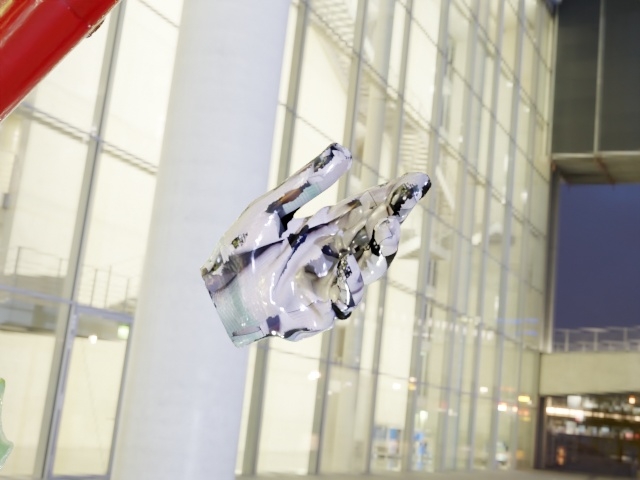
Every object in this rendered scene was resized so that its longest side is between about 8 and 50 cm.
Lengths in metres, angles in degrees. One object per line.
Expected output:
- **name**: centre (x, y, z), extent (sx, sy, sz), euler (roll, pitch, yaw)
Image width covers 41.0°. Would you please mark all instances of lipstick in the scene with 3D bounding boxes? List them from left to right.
- **lipstick**: centre (-0.202, -0.184, 0.658), extent (0.073, 0.279, 0.073), euler (45, 2, -2)

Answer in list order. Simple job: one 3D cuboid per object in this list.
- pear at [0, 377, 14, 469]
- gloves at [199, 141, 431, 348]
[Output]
- **pear**: centre (-0.384, 0.168, 0.647), extent (0.287, 0.176, 0.282), euler (12, -7, -10)
- **gloves**: centre (0.003, 0.006, 0.749), extent (0.212, 0.127, 0.111), euler (-26, -36, 0)
